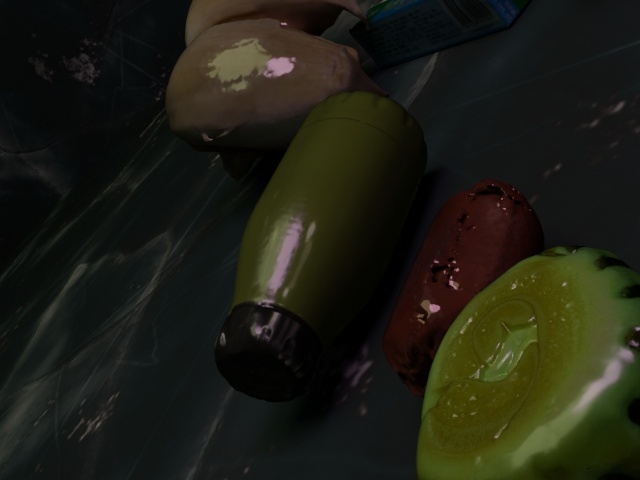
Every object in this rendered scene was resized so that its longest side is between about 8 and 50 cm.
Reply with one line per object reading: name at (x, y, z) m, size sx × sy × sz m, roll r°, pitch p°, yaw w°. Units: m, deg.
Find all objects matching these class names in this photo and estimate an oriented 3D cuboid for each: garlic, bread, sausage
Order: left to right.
garlic at (-0.070, -0.215, 1.066) m, size 0.286 × 0.249 × 0.313 m, roll -54°, pitch 12°, yaw -20°
sausage at (0.084, 0.025, 0.485) m, size 0.076 × 0.076 × 0.141 m, roll -25°, pitch 28°, yaw 47°
bread at (0.100, 0.067, 0.368) m, size 0.130 × 0.071 × 0.139 m, roll -43°, pitch 21°, yaw 20°

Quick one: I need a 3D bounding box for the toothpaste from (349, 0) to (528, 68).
toothpaste at (0.122, -0.248, 0.941) m, size 0.050 × 0.065 × 0.266 m, roll -52°, pitch 20°, yaw -15°

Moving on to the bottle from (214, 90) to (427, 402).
bottle at (0.000, 0.000, 0.647) m, size 0.112 × 0.112 × 0.260 m, roll -28°, pitch 28°, yaw 43°
